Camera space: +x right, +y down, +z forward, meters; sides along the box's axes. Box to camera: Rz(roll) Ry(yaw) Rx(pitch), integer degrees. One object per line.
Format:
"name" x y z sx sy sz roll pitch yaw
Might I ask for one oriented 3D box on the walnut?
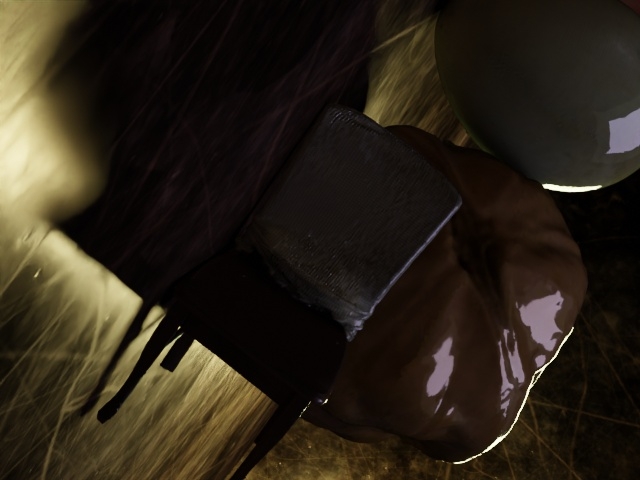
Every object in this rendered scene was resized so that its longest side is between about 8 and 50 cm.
"walnut" 0.091 0.065 1.532 0.383 0.383 0.383 -53 174 -8

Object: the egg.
"egg" 0.245 -0.175 1.526 0.218 0.295 0.218 -38 -141 38

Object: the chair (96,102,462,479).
"chair" -0.032 0.057 1.237 0.319 0.160 0.186 -53 176 22

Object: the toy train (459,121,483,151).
"toy train" 0.400 -0.299 2.551 0.429 0.178 0.249 -55 163 15

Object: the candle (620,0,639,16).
"candle" 0.427 -0.349 1.903 0.317 0.287 0.131 -53 180 -33
